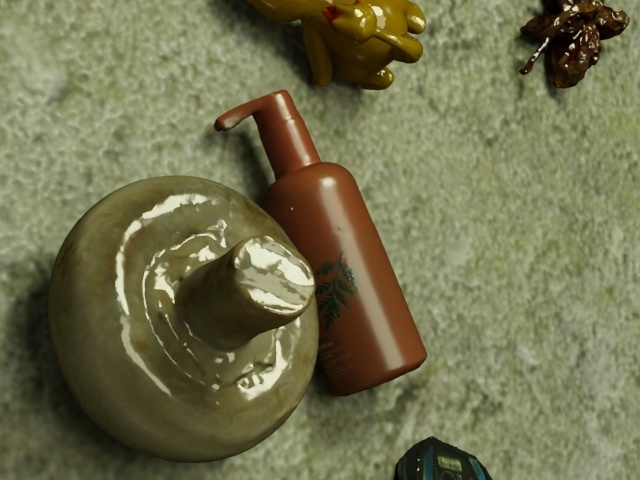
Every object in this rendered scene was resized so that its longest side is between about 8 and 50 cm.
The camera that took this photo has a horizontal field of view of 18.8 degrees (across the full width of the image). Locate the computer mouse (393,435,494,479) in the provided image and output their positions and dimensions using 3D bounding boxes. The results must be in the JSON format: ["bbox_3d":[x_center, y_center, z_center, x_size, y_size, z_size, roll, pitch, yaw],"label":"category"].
[{"bbox_3d":[0.097,0.203,1.545,0.135,0.047,0.079,16,57,-49],"label":"computer mouse"}]

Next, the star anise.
[{"bbox_3d":[0.226,-0.194,1.796,0.097,0.070,0.191,54,50,-15],"label":"star anise"}]

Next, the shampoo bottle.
[{"bbox_3d":[0.002,-0.001,1.516,0.085,0.085,0.244,-22,87,-44],"label":"shampoo bottle"}]

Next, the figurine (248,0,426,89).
[{"bbox_3d":[0.008,-0.187,1.564,0.176,0.122,0.121,27,95,-22],"label":"figurine"}]

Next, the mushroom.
[{"bbox_3d":[-0.077,0.046,1.336,0.207,0.215,0.207,11,69,-30],"label":"mushroom"}]
